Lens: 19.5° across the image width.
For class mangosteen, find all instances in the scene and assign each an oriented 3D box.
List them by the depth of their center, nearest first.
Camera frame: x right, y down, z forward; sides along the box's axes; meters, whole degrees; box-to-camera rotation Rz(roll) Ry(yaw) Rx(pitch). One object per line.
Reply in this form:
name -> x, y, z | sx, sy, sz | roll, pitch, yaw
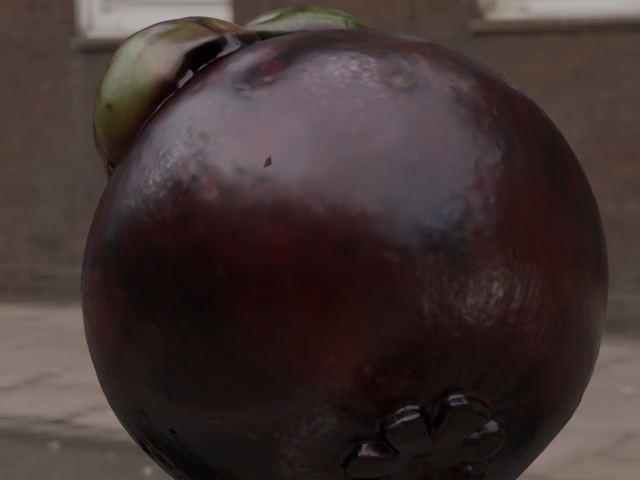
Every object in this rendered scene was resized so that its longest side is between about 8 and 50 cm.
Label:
mangosteen -> 0.000, 0.000, 0.612 | 0.200, 0.200, 0.200 | -1, 5, 0
